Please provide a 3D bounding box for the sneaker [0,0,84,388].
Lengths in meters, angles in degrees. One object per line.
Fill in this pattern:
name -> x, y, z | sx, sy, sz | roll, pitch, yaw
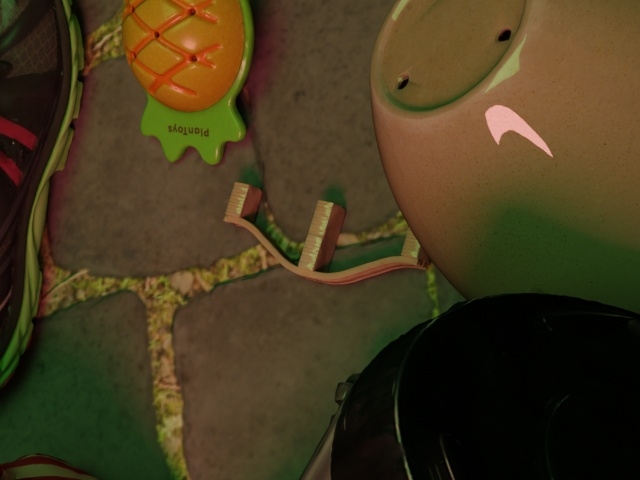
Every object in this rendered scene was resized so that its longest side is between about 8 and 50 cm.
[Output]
sneaker -> -0.333, -0.094, 1.192 | 0.185, 0.202, 0.482 | -8, 72, 25

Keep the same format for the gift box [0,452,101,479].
gift box -> -0.275, 0.282, 1.026 | 0.276, 0.255, 0.258 | -4, 76, 23

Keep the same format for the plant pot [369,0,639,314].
plant pot -> 0.142, -0.093, 0.901 | 0.284, 0.191, 0.284 | -28, 47, 35

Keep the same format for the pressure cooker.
pressure cooker -> 0.099, 0.283, 0.732 | 0.370, 0.376, 0.420 | 54, 130, 40

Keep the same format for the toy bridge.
toy bridge -> 0.000, 0.000, 1.094 | 0.188, 0.026, 0.063 | 13, 83, 30

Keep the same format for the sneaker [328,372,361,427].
sneaker -> 0.010, 0.183, 0.997 | 0.296, 0.104, 0.146 | -20, 65, 15

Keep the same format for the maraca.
maraca -> -0.111, -0.156, 1.161 | 0.127, 0.099, 0.185 | 6, 105, 31
